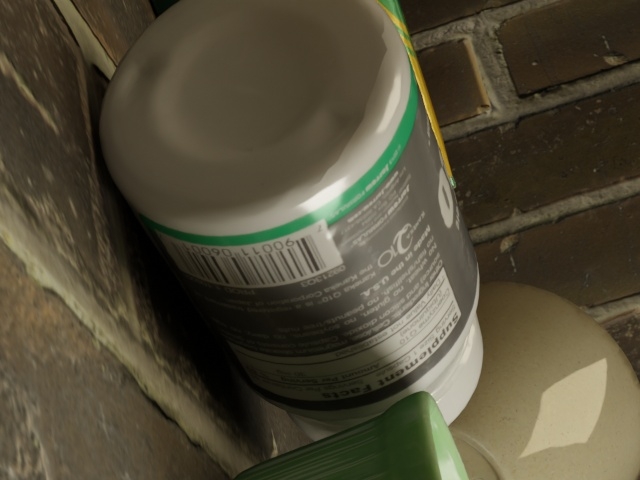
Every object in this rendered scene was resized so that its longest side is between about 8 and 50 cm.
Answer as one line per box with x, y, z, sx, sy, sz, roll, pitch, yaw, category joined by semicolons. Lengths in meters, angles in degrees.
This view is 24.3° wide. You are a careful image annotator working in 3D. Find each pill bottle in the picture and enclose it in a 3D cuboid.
0.000;0.000;1.052;0.361;0.204;0.204;65;10;-53;pill bottle

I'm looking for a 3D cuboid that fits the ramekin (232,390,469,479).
0.045;0.263;0.962;0.303;0.148;0.303;-18;90;-84;ramekin

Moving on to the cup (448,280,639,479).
0.177;0.236;1.669;0.237;0.331;0.331;-32;105;-59;cup

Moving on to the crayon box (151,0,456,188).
-0.007;-0.136;1.363;0.083;0.203;0.323;-96;167;-59;crayon box
